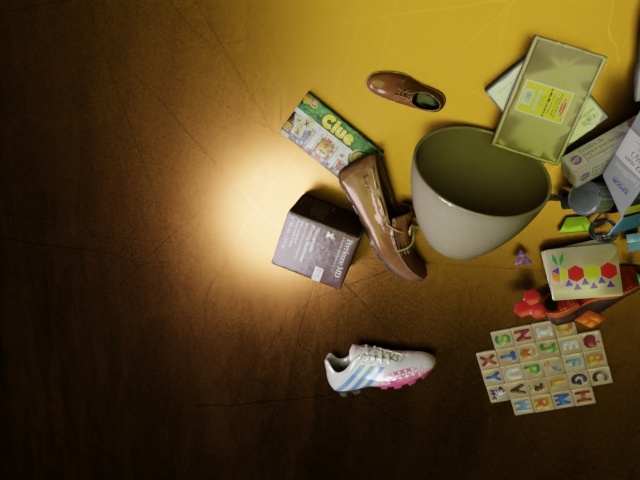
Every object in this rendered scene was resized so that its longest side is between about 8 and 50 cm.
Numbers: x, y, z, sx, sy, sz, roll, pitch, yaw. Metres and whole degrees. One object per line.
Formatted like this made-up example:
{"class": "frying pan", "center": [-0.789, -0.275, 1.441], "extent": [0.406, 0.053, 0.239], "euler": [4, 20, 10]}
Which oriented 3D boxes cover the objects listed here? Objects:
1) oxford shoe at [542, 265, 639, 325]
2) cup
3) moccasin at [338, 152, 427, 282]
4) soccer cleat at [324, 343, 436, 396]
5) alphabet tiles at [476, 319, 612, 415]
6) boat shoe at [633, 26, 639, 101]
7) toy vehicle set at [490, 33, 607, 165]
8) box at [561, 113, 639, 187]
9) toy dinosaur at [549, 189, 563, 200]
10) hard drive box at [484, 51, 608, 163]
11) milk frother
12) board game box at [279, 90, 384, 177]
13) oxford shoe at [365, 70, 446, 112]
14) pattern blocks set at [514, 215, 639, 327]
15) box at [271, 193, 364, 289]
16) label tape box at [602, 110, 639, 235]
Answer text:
{"class": "oxford shoe", "center": [0.730, 0.148, 1.687], "extent": [0.272, 0.096, 0.098], "euler": [-22, 133, 15]}
{"class": "cup", "center": [0.366, -0.091, 1.575], "extent": [0.332, 0.331, 0.236], "euler": [17, 137, 7]}
{"class": "moccasin", "center": [0.195, -0.056, 1.697], "extent": [0.147, 0.139, 0.379], "euler": [-23, 102, 23]}
{"class": "soccer cleat", "center": [0.166, 0.362, 1.864], "extent": [0.332, 0.116, 0.143], "euler": [-17, 105, 18]}
{"class": "alphabet tiles", "center": [0.636, 0.363, 1.814], "extent": [0.343, 0.011, 0.284], "euler": [-15, 105, 17]}
{"class": "boat shoe", "center": [0.771, -0.441, 1.444], "extent": [0.079, 0.095, 0.254], "euler": [2, 111, 14]}
{"class": "toy vehicle set", "center": [0.526, -0.323, 1.478], "extent": [0.166, 0.035, 0.266], "euler": [20, 113, 5]}
{"class": "box", "center": [0.722, -0.237, 1.486], "extent": [0.324, 0.063, 0.067], "euler": [-29, 145, 2]}
{"class": "toy dinosaur", "center": [0.583, -0.115, 1.648], "extent": [0.082, 0.047, 0.090], "euler": [20, 146, -4]}
{"class": "hard drive box", "center": [0.542, -0.336, 1.538], "extent": [0.181, 0.089, 0.232], "euler": [-38, 98, 22]}
{"class": "milk frother", "center": [0.679, -0.069, 1.562], "extent": [0.129, 0.135, 0.143], "euler": [-41, 62, 47]}
{"class": "board game box", "center": [0.029, -0.268, 1.714], "extent": [0.260, 0.030, 0.136], "euler": [38, 111, -3]}
{"class": "oxford shoe", "center": [0.213, -0.377, 1.607], "extent": [0.213, 0.076, 0.076], "euler": [18, 114, 8]}
{"class": "pattern blocks set", "center": [0.671, 0.080, 1.635], "extent": [0.325, 0.026, 0.285], "euler": [2, 85, 19]}
{"class": "box", "center": [0.000, 0.000, 1.742], "extent": [0.203, 0.167, 0.168], "euler": [21, 113, 5]}
{"class": "label tape box", "center": [0.790, -0.185, 1.443], "extent": [0.249, 0.115, 0.347], "euler": [-15, 144, -20]}
